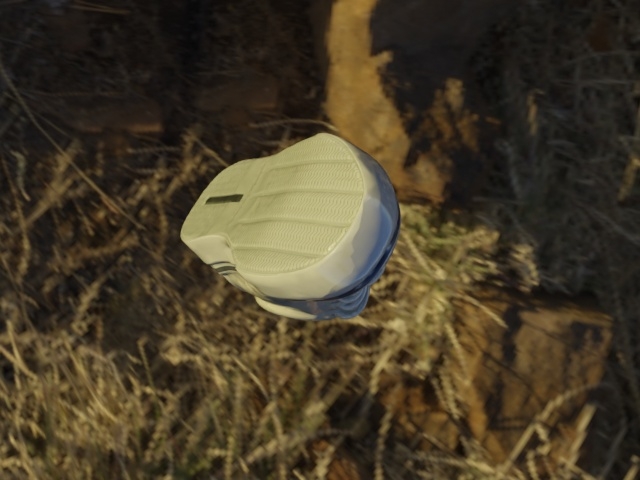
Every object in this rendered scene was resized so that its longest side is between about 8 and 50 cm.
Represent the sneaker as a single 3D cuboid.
[{"bbox_3d":[0.000,0.000,0.826,0.091,0.258,0.094,35,84,-17],"label":"sneaker"}]
